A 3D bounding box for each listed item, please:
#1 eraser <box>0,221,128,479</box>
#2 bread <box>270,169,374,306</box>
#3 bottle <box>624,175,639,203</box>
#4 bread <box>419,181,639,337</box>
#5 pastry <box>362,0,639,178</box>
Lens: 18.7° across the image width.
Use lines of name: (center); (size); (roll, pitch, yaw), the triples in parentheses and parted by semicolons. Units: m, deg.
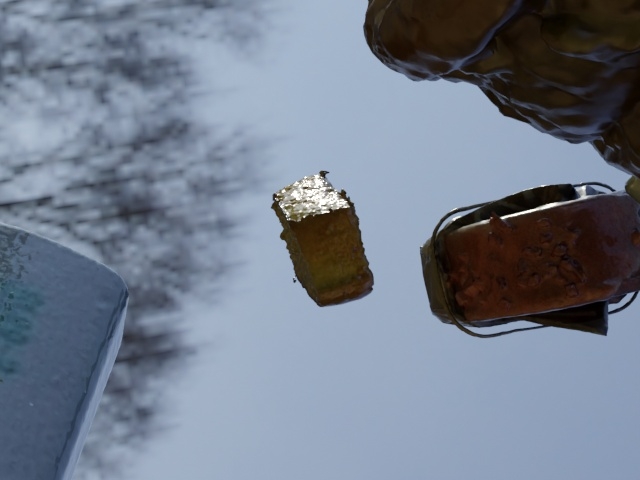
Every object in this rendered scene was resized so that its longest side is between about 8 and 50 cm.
eraser: (-0.217, 0.102, 0.986); (0.290, 0.189, 0.104); (-78, 176, -56)
bread: (0.000, 0.000, 1.772); (0.187, 0.065, 0.103); (-122, -167, -72)
bottle: (0.363, -0.002, 1.530); (0.245, 0.104, 0.104); (40, -32, 4)
bread: (0.210, 0.022, 1.761); (0.212, 0.224, 0.142); (-11, -91, 62)
pastry: (0.117, -0.140, 0.641); (0.235, 0.132, 0.240); (-60, -169, 15)
